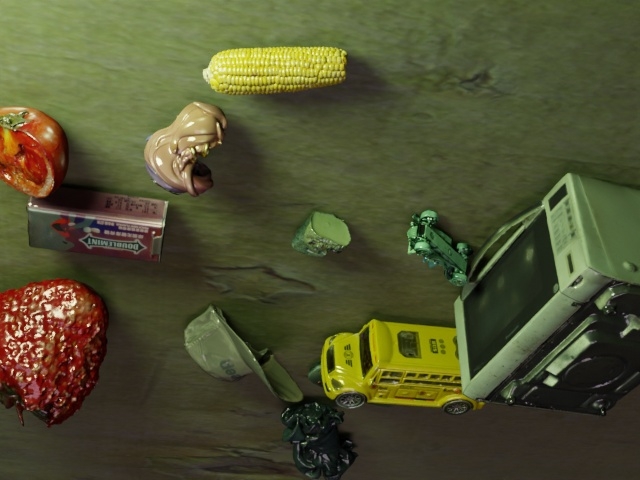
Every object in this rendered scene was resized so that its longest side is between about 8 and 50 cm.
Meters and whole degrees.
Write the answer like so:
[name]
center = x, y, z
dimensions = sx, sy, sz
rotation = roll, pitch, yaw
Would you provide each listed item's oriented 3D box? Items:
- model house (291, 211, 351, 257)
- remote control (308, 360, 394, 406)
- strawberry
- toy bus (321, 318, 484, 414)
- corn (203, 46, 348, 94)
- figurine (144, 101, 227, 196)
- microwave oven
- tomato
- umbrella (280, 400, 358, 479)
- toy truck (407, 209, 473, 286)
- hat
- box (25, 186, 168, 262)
[model house]
center = 0.000, 0.000, 1.635
dimensions = 0.079, 0.066, 0.083
rotation = 19, 137, -20
[remote control]
center = 0.076, 0.307, 2.022
dimensions = 0.222, 0.042, 0.072
rotation = 23, 134, -25
[strawberry]
center = -0.523, 0.203, 1.770
dimensions = 0.261, 0.257, 0.261
rotation = 23, 155, 11
[toy bus]
center = 0.172, 0.244, 1.872
dimensions = 0.330, 0.144, 0.152
rotation = 6, 139, -11
[corn]
center = -0.063, -0.242, 1.347
dimensions = 0.206, 0.067, 0.067
rotation = -4, 140, -2
[figurine]
center = -0.203, -0.137, 1.432
dimensions = 0.114, 0.126, 0.157
rotation = -28, 161, -41
[microwave oven]
center = 0.452, 0.119, 1.638
dimensions = 0.333, 0.247, 0.394
rotation = 12, 138, -20
[tomato]
center = -0.438, -0.146, 1.433
dimensions = 0.159, 0.091, 0.139
rotation = 17, 134, 20
[umbrella]
center = 0.006, 0.482, 2.189
dimensions = 0.143, 0.094, 0.349
rotation = -3, 142, 8
[toy truck]
center = 0.201, 0.021, 1.663
dimensions = 0.078, 0.080, 0.154
rotation = -14, 141, 39
[hat]
center = -0.161, 0.249, 1.832
dimensions = 0.149, 0.244, 0.214
rotation = -38, 129, 8
[box]
center = -0.372, -0.028, 1.587
dimensions = 0.224, 0.069, 0.120
rotation = 6, 140, -8
